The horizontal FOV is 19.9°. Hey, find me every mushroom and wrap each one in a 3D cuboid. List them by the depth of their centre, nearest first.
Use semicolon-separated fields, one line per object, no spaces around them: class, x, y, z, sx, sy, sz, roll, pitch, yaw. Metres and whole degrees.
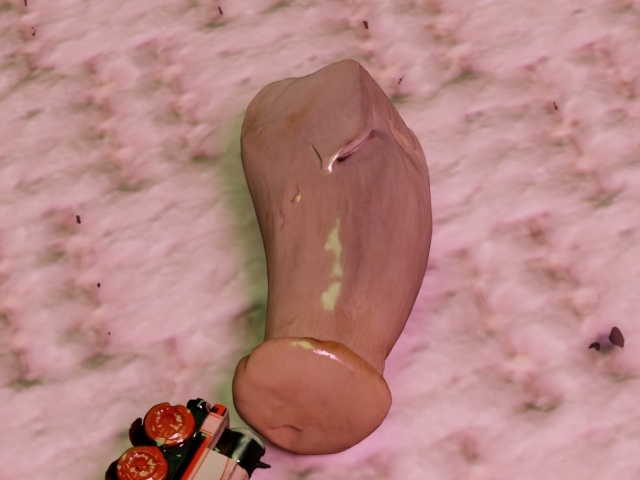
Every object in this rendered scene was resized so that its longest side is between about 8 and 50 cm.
mushroom;0.009;0.000;1.014;0.108;0.096;0.247;16;50;-19

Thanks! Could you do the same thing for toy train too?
toy train;-0.099;0.183;0.901;0.085;0.053;0.250;17;53;14
